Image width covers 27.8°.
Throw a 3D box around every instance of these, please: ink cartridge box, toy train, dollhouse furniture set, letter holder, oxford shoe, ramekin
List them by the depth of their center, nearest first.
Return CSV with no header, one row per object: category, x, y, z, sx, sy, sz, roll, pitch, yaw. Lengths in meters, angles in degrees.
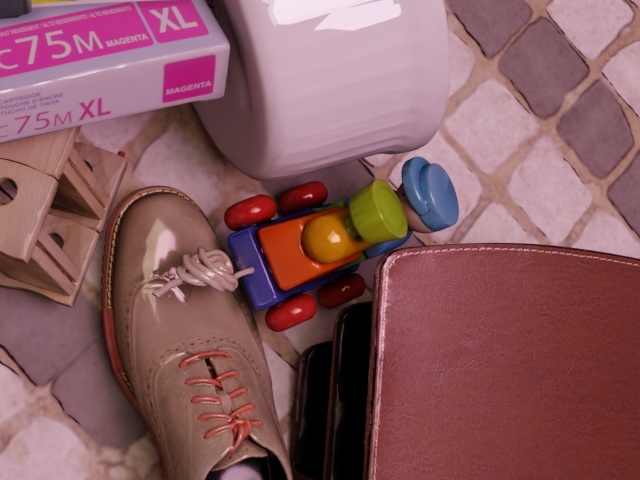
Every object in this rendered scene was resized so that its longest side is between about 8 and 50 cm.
ink cartridge box,-0.210,-0.211,0.933,0.186,0.065,0.311,-16,56,-23
dollhouse furniture set,-0.260,-0.051,0.953,0.184,0.129,0.128,16,74,10
toy train,0.000,0.000,0.970,0.248,0.143,0.105,-19,86,-61
ramekin,-0.029,-0.178,0.975,0.135,0.277,0.277,-20,91,-17
oxford shoe,-0.075,0.122,0.982,0.123,0.130,0.348,-16,91,-24
letter holder,0.146,0.110,1.057,0.302,0.152,0.214,5,89,-23
